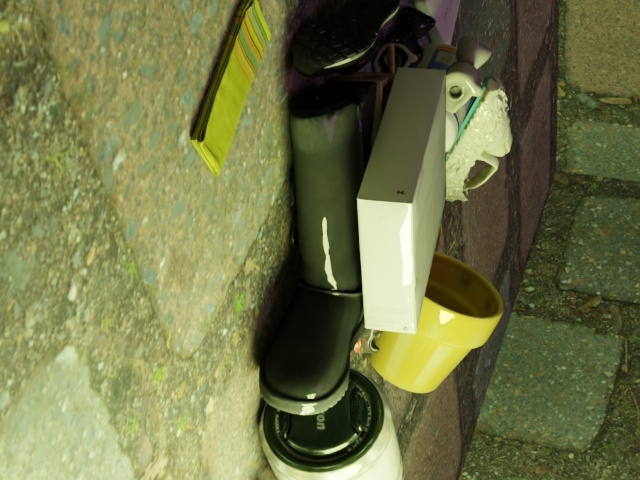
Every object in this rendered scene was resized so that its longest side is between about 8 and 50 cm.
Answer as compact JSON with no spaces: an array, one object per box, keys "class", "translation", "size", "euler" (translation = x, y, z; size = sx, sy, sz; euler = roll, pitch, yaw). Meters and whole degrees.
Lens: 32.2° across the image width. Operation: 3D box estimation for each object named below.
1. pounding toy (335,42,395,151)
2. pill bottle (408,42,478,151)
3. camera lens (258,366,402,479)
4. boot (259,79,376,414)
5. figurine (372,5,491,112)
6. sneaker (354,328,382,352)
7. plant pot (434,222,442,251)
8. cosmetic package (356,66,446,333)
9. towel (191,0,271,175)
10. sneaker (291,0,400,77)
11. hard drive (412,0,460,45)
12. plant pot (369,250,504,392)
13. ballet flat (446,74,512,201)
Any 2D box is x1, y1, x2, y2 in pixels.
[{"class":"pounding toy","translation":[0.083,-0.261,1.976],"size":[0.206,0.094,0.181],"euler":[-46,138,-70]},{"class":"pill bottle","translation":[0.216,-0.262,2.245],"size":[0.152,0.152,0.272],"euler":[78,29,-45]},{"class":"camera lens","translation":[0.024,0.358,1.888],"size":[0.274,0.220,0.219],"euler":[74,31,-51]},{"class":"boot","translation":[0.000,-0.001,1.760],"size":[0.367,0.146,0.445],"euler":[-64,161,-62]},{"class":"figurine","translation":[0.229,-0.366,2.168],"size":[0.092,0.215,0.209],"euler":[-61,-179,41]},{"class":"sneaker","translation":[0.109,0.156,2.266],"size":[0.061,0.065,0.157],"euler":[-18,116,-68]},{"class":"plant pot","translation":[0.212,-0.012,2.433],"size":[0.134,0.095,0.134],"euler":[10,90,-71]},{"class":"cosmetic package","translation":[0.146,-0.075,1.887],"size":[0.377,0.098,0.284],"euler":[-71,164,-47]},{"class":"towel","translation":[-0.118,-0.214,1.531],"size":[0.102,0.021,0.237],"euler":[59,45,-60]},{"class":"sneaker","translation":[0.042,-0.309,1.819],"size":[0.283,0.107,0.124],"euler":[-45,158,-45]},{"class":"hard drive","translation":[0.251,-0.561,2.371],"size":[0.307,0.040,0.203],"euler":[40,61,-67]},{"class":"plant pot","translation":[0.221,0.181,2.340],"size":[0.239,0.254,0.254],"euler":[-64,168,25]},{"class":"ballet flat","translation":[0.342,-0.210,2.421],"size":[0.409,0.147,0.147],"euler":[119,-6,-59]}]
